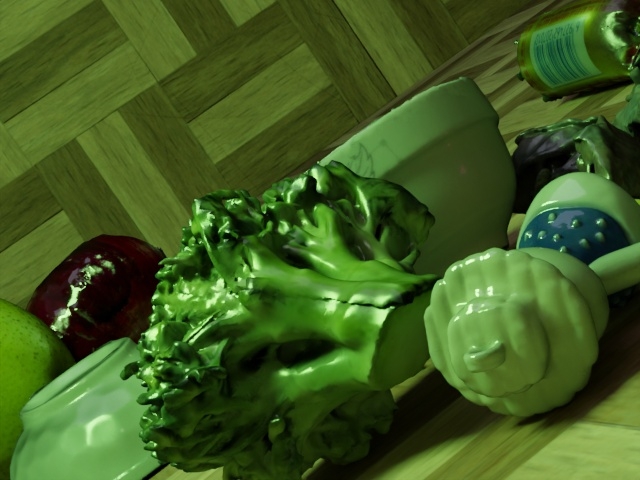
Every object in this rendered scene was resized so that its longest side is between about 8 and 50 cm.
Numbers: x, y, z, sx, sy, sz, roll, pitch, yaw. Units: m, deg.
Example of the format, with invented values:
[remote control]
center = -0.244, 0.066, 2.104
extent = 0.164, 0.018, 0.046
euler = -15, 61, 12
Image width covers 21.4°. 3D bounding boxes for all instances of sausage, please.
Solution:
[sausage]
center = 0.360, -0.253, 2.114
extent = 0.125, 0.117, 0.317
euler = -51, 12, -11

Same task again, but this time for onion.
[onion]
center = -0.268, 0.114, 2.213
extent = 0.219, 0.252, 0.252
euler = 22, 45, 24

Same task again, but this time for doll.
[doll]
center = 0.163, 0.031, 1.178
extent = 0.138, 0.119, 0.293
euler = -1, 18, 27

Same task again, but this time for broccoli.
[broccoli]
center = 0.005, 0.071, 1.265
extent = 0.246, 0.248, 0.288
euler = 13, 75, 48

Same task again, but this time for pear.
[pear]
center = -0.419, 0.195, 2.012
extent = 0.294, 0.294, 0.294
euler = -34, 7, 5

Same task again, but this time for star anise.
[star anise]
center = 0.266, -0.093, 1.519
extent = 0.198, 0.110, 0.257
euler = -36, 1, -11

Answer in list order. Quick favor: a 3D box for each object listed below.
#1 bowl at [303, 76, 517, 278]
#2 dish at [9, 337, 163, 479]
[bowl]
center = 0.067, -0.004, 1.526
extent = 0.287, 0.143, 0.287
euler = -37, -9, -7
[dish]
center = -0.237, 0.193, 1.837
extent = 0.303, 0.120, 0.303
euler = -33, 8, 5
